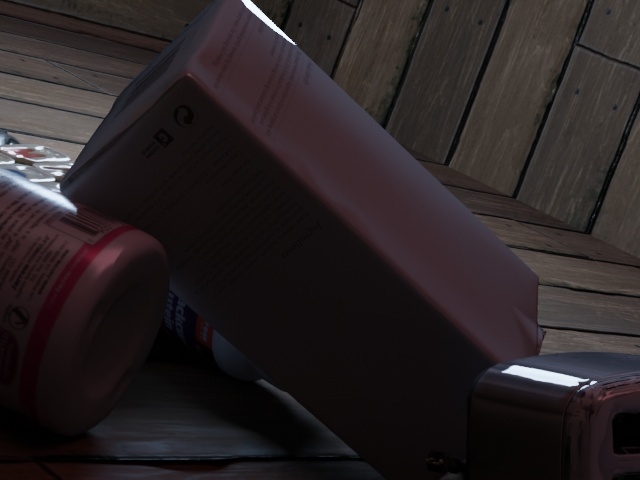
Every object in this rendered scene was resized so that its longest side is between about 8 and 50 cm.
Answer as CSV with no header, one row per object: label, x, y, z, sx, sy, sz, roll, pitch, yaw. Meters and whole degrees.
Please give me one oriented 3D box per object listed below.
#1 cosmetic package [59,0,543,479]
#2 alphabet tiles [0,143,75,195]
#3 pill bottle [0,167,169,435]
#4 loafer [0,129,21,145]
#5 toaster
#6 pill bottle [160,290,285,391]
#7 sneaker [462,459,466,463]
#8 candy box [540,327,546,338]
cosmetic package,0.000,0.000,1.422,0.385,0.156,0.217,45,24,-13
alphabet tiles,-0.216,-0.039,1.580,0.284,0.021,0.278,24,19,36
pill bottle,-0.270,0.019,1.299,0.283,0.160,0.160,24,11,17
loafer,-0.330,-0.068,1.831,0.084,0.096,0.267,25,8,-9
toaster,0.204,0.144,1.217,0.227,0.129,0.146,2,-2,-26
pill bottle,-0.078,0.062,1.586,0.193,0.108,0.108,29,13,40
sneaker,0.153,0.157,1.605,0.085,0.086,0.237,16,10,-12
candy box,0.088,0.070,1.744,0.233,0.071,0.159,27,-10,-11
